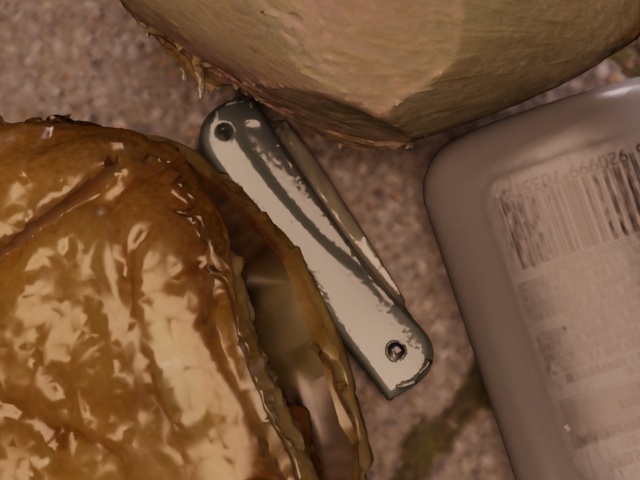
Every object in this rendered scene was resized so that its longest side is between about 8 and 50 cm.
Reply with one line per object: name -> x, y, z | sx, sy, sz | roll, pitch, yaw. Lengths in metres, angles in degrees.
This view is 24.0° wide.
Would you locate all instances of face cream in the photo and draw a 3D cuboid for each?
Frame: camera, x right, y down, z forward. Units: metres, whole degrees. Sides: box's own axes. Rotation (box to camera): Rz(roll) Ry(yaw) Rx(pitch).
face cream -> 0.152, 0.076, 0.673 | 0.144, 0.071, 0.291 | -19, 82, 0

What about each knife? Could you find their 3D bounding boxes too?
knife -> 0.000, 0.000, 0.711 | 0.044, 0.023, 0.162 | -36, 83, -7

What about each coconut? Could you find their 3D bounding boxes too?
coconut -> 0.029, -0.144, 0.635 | 0.234, 0.224, 0.224 | 41, 86, 8

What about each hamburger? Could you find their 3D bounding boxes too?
hamburger -> -0.113, 0.083, 0.646 | 0.259, 0.144, 0.283 | -14, 87, 4
